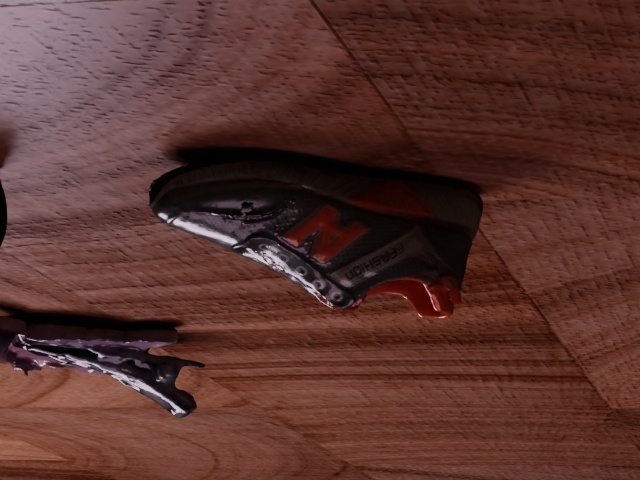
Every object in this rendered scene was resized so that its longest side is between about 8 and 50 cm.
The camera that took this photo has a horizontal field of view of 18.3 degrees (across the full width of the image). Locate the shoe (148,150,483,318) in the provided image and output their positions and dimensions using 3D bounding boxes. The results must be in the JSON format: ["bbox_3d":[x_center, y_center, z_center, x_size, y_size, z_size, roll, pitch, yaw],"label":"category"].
[{"bbox_3d":[-0.002,0.000,1.132,0.194,0.077,0.074,6,165,-14],"label":"shoe"}]

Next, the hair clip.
[{"bbox_3d":[-0.186,0.094,1.594,0.187,0.056,0.146,15,164,-10],"label":"hair clip"}]

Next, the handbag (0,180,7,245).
[{"bbox_3d":[-0.347,-0.016,1.147,0.275,0.088,0.244,-9,165,34],"label":"handbag"}]
